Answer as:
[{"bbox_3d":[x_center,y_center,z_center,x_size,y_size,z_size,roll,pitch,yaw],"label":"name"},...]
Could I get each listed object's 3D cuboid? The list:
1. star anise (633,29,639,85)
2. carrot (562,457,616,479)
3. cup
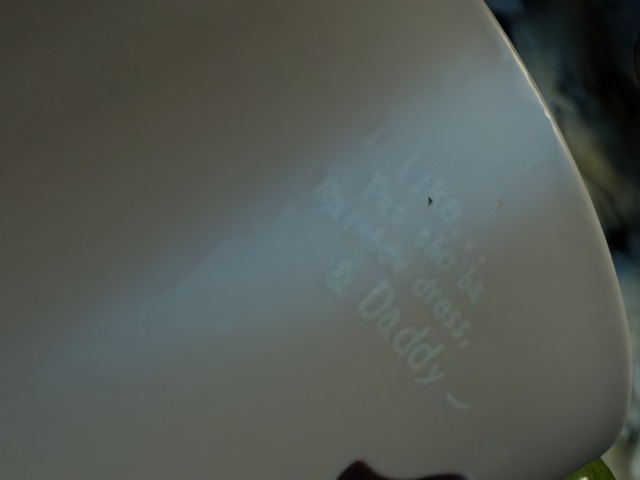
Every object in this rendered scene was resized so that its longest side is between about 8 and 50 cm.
[{"bbox_3d":[0.202,-0.039,0.819,0.230,0.081,0.262,42,34,-25],"label":"star anise"},{"bbox_3d":[0.000,0.000,0.660,0.358,0.074,0.074,55,52,-12],"label":"carrot"},{"bbox_3d":[-0.056,0.042,0.526,0.200,0.253,0.191,-30,56,-16],"label":"cup"}]
